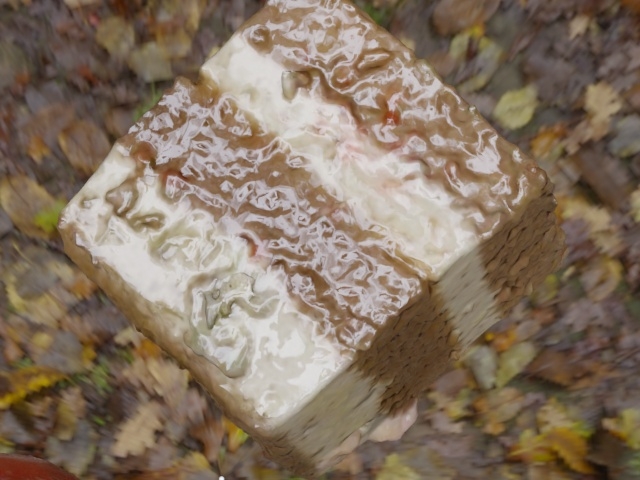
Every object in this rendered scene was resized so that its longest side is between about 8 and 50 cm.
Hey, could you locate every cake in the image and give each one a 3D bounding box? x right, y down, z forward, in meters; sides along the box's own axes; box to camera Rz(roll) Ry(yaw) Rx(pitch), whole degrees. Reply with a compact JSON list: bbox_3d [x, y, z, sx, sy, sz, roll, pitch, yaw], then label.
[{"bbox_3d":[0.000,0.000,1.253,0.256,0.282,0.290,42,85,18],"label":"cake"}]

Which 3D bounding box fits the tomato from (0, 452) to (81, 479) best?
[{"bbox_3d":[-0.234,0.271,1.344,0.101,0.228,0.228,-9,81,28],"label":"tomato"}]
